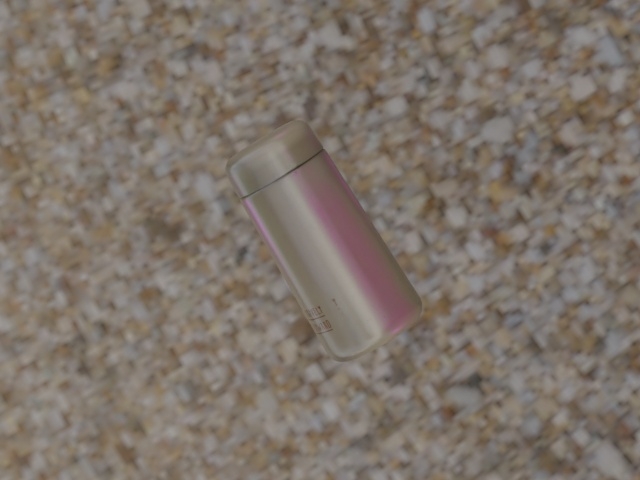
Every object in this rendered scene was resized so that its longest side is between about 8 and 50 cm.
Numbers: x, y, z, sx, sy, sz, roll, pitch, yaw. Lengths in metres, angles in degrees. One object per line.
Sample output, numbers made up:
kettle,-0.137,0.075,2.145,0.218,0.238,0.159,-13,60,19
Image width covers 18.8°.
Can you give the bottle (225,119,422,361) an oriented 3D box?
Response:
bottle,0.000,0.000,0.792,0.045,0.045,0.096,-25,99,44
